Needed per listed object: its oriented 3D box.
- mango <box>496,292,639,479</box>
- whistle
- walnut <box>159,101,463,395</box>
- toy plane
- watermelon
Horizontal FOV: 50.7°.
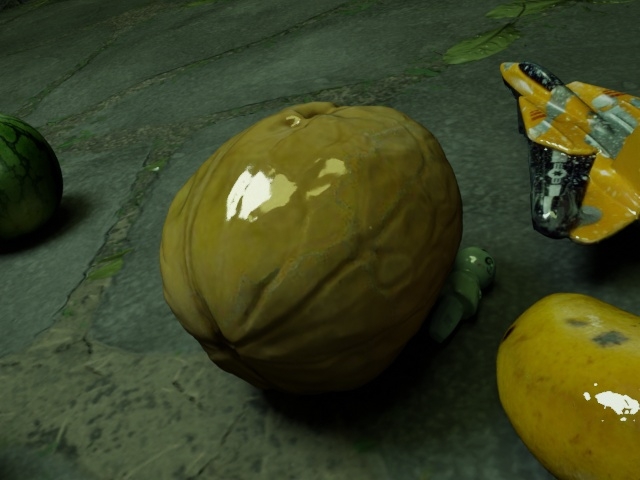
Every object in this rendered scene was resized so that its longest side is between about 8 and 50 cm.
[{"bbox_3d":[0.160,0.085,0.357,0.115,0.090,0.178,-19,27,-23],"label":"mango"},{"bbox_3d":[0.105,0.038,0.505,0.035,0.035,0.100,8,41,33],"label":"whistle"},{"bbox_3d":[0.000,0.000,0.473,0.195,0.195,0.221,9,33,34],"label":"walnut"},{"bbox_3d":[0.229,-0.095,0.606,0.204,0.103,0.316,-16,25,-3],"label":"toy plane"},{"bbox_3d":[-0.374,-0.089,0.768,0.140,0.187,0.141,-3,36,2],"label":"watermelon"}]
